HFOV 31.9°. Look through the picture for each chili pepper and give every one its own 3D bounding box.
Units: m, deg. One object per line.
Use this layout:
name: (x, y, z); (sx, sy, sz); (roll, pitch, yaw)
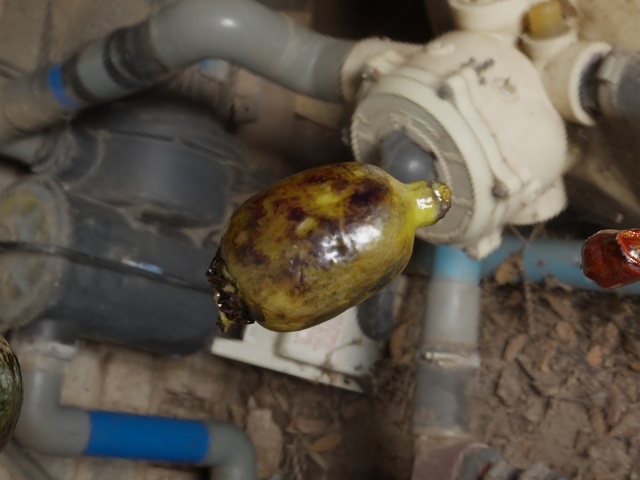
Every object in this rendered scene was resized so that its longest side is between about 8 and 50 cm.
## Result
chili pepper: (0.415, 0.026, 1.592); (0.086, 0.084, 0.192); (57, 161, -1)

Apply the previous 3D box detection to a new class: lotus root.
lotus root: (0.000, 0.000, 1.266); (0.314, 0.141, 0.169); (-27, 66, 3)

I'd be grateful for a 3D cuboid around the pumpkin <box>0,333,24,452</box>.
pumpkin: (-0.255, 0.101, 0.742); (0.183, 0.108, 0.118); (2, 81, 58)
